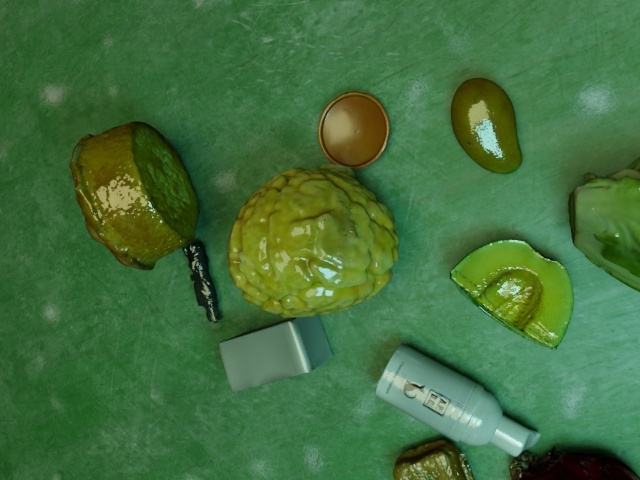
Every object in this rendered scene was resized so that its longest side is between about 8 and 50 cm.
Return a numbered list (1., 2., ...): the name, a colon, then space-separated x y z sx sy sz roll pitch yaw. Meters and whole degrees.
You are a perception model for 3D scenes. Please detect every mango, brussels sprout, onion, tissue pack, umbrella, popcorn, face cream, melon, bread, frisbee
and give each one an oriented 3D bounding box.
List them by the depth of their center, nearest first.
1. brussels sprout: 0.663 -0.038 1.016 0.371 0.276 0.315 -13 87 24
2. onion: 0.549 0.563 1.165 0.281 0.281 0.221 -27 128 23
3. melon: 0.436 0.103 1.220 0.265 0.129 0.169 37 86 19
4. mango: 0.368 -0.249 1.222 0.136 0.099 0.227 -25 94 17
5. popcorn: -0.019 0.000 1.267 0.390 0.354 0.344 -12 91 -20
6. face cream: 0.321 0.386 1.276 0.369 0.145 0.145 25 104 19
7. bread: 0.326 0.674 1.326 0.185 0.109 0.380 -26 86 19
8. frisbee: 0.085 -0.271 1.370 0.192 0.035 0.192 2 96 24
9. bread: -0.482 -0.127 1.449 0.215 0.398 0.398 -21 87 10
10. tissue pack: -0.120 0.288 1.450 0.246 0.159 0.136 -21 85 24
11. umbrella: -0.332 0.122 1.577 0.066 0.059 0.236 -20 86 41
